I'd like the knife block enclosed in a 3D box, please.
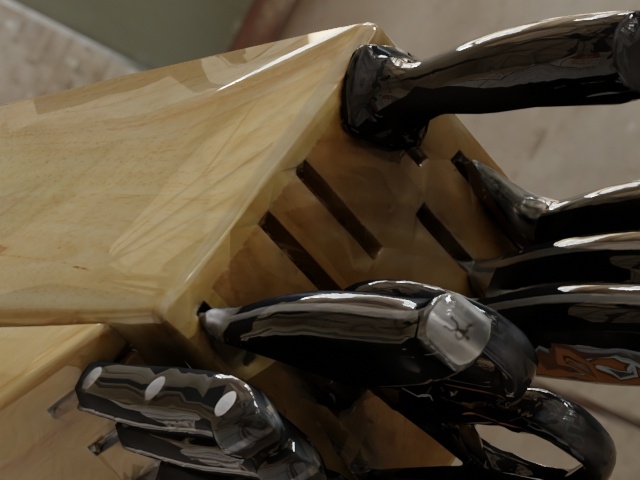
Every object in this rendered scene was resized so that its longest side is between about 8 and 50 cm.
[{"bbox_3d":[0.000,0.000,0.498,0.242,0.088,0.275,-34,25,16],"label":"knife block"}]
